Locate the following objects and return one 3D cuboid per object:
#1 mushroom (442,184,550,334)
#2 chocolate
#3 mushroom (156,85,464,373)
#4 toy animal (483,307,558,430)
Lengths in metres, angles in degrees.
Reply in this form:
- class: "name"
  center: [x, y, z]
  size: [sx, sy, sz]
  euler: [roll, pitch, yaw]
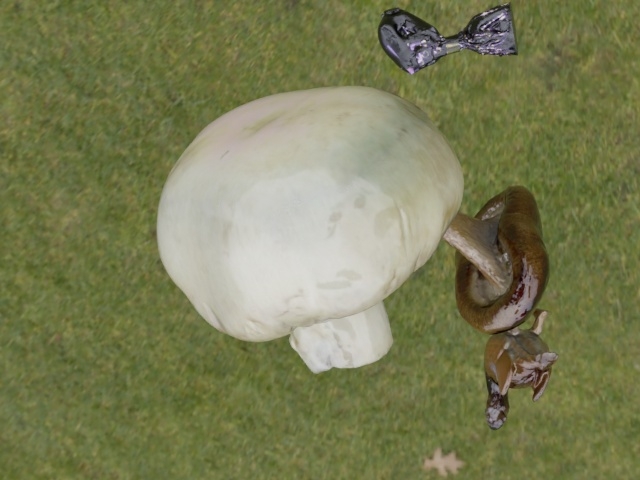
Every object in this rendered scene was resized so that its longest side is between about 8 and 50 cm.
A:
- class: "mushroom"
  center: [0.163, -0.005, 1.201]
  size: [0.218, 0.227, 0.148]
  euler: [27, 121, -20]
- class: "chocolate"
  center: [0.136, -0.216, 1.058]
  size: [0.147, 0.072, 0.070]
  euler: [-3, 161, 21]
- class: "mushroom"
  center: [0.000, 0.000, 0.808]
  size: [0.254, 0.260, 0.234]
  euler: [-20, 113, 10]
- class: "toy animal"
  center: [0.261, 0.175, 1.313]
  size: [0.089, 0.188, 0.179]
  euler: [11, 91, -10]
